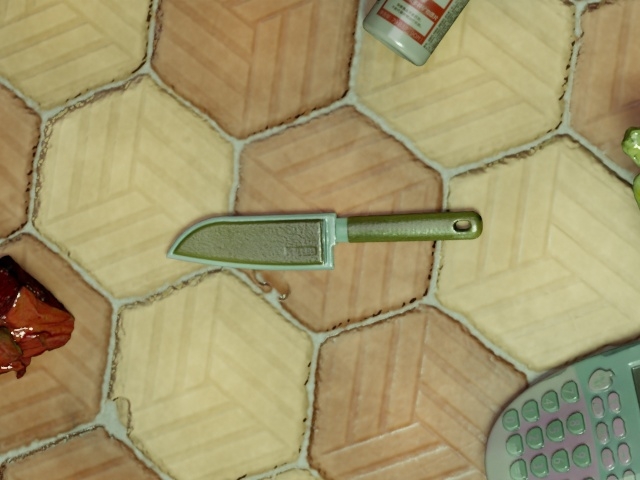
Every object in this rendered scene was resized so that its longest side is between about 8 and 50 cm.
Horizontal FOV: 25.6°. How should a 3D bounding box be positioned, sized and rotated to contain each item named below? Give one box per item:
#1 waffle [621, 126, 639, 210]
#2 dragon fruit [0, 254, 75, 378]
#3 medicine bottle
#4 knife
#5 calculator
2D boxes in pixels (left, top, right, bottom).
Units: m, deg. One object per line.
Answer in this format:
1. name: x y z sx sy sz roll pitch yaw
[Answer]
1. waffle: 0.447 -0.029 1.332 0.297 0.073 0.317 -17 80 -14
2. dragon fruit: -0.380 0.105 1.530 0.192 0.092 0.122 -36 82 8
3. medicine bottle: 0.112 -0.256 1.448 0.079 0.079 0.140 37 95 10
4. knife: 0.000 0.001 1.491 0.343 0.027 0.061 -1 92 11
5. calculator: 0.300 0.189 1.369 0.298 0.041 0.186 -21 49 19
